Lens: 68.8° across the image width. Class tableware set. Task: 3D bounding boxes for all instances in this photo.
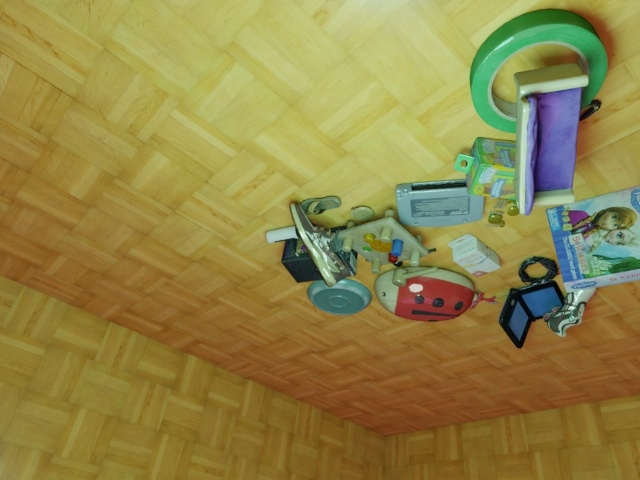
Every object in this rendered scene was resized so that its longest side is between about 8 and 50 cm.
[{"bbox_3d":[0.660,-0.103,1.673,0.104,0.024,0.154,3,141,2],"label":"tableware set"}]

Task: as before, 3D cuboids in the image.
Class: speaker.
[{"bbox_3d":[-0.150,-0.025,1.894,0.136,0.055,0.055,-10,139,22],"label":"speaker"}]

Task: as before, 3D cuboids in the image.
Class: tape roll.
[{"bbox_3d":[0.559,-0.429,1.223,0.321,0.077,0.321,5,143,4],"label":"tape roll"}]

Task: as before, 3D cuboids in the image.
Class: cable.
[{"bbox_3d":[0.889,0.126,1.905,0.150,0.047,0.184,-13,137,25],"label":"cable"}]

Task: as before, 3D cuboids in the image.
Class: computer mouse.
[{"bbox_3d":[0.721,-0.312,1.373,0.071,0.041,0.242,18,141,-11],"label":"computer mouse"}]

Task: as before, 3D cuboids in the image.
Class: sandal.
[{"bbox_3d":[-0.008,-0.122,1.744,0.180,0.049,0.072,-8,139,26],"label":"sandal"}]

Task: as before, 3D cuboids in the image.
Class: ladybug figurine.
[{"bbox_3d":[0.459,0.248,2.046,0.449,0.162,0.305,2,142,8],"label":"ladybug figurine"}]

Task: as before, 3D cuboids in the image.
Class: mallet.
[{"bbox_3d":[0.379,0.063,1.919,0.189,0.039,0.062,-22,156,28],"label":"mallet"}]

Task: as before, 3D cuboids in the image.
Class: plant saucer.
[{"bbox_3d":[0.090,0.281,2.257,0.317,0.044,0.317,5,142,4],"label":"plant saucer"}]

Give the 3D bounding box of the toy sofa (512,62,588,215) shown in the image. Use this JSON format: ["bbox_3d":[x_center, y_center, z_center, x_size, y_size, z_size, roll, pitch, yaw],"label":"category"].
[{"bbox_3d":[0.584,-0.246,1.201,0.150,0.177,0.362,-5,130,16],"label":"toy sofa"}]

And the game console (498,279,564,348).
[{"bbox_3d":[0.950,0.334,2.071,0.173,0.250,0.293,9,152,47],"label":"game console"}]

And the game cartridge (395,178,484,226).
[{"bbox_3d":[0.423,-0.128,1.658,0.297,0.062,0.198,-2,146,13],"label":"game cartridge"}]

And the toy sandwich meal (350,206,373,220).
[{"bbox_3d":[0.157,-0.105,1.757,0.085,0.029,0.085,2,142,2],"label":"toy sandwich meal"}]

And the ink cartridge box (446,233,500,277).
[{"bbox_3d":[0.606,0.061,1.855,0.198,0.067,0.115,32,137,-27],"label":"ink cartridge box"}]

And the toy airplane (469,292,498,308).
[{"bbox_3d":[0.737,0.270,2.134,0.151,0.028,0.151,5,144,4],"label":"toy airplane"}]

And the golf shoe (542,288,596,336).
[{"bbox_3d":[1.085,0.292,1.989,0.105,0.120,0.273,18,120,-26],"label":"golf shoe"}]

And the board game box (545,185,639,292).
[{"bbox_3d":[0.926,-0.009,1.502,0.318,0.319,0.066,-17,136,27],"label":"board game box"}]

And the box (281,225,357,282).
[{"bbox_3d":[0.000,0.061,1.904,0.270,0.143,0.165,-10,139,22],"label":"box"}]

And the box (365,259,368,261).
[{"bbox_3d":[0.227,0.061,1.964,0.067,0.018,0.083,8,143,0],"label":"box"}]

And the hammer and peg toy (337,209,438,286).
[{"bbox_3d":[0.275,0.035,1.780,0.266,0.127,0.361,-17,138,43],"label":"hammer and peg toy"}]

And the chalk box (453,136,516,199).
[{"bbox_3d":[0.527,-0.224,1.447,0.213,0.132,0.132,6,142,3],"label":"chalk box"}]

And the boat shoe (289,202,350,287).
[{"bbox_3d":[0.000,0.000,1.732,0.123,0.342,0.123,-28,178,-4],"label":"boat shoe"}]
